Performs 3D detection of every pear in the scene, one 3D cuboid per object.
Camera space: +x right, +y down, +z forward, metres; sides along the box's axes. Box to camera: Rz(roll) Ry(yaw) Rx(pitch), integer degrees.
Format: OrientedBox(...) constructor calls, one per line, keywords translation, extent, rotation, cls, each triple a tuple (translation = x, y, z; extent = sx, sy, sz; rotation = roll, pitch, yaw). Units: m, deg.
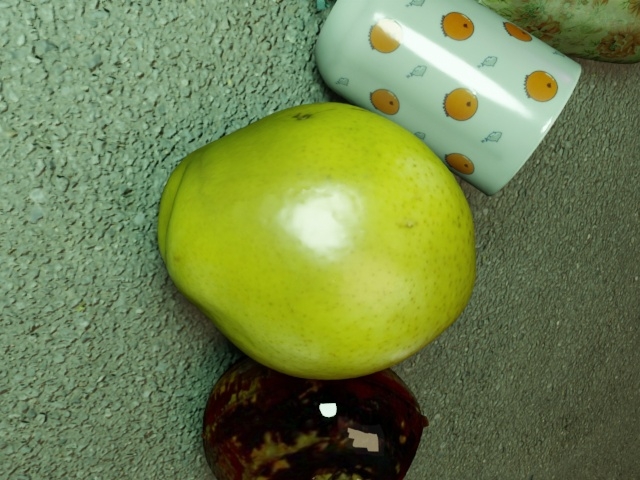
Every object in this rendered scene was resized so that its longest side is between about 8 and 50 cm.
OrientedBox(translation=(0.000, 0.000, 0.961), extent=(0.418, 0.362, 0.362), rotation=(12, 104, -15), cls="pear")

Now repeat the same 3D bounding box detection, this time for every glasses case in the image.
OrientedBox(translation=(0.438, -0.385, 1.239), extent=(0.425, 0.098, 0.156), rotation=(3, 152, -24), cls="glasses case")

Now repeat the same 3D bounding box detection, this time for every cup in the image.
OrientedBox(translation=(0.161, -0.235, 1.008), extent=(0.317, 0.212, 0.212), rotation=(33, 87, 0), cls="cup")

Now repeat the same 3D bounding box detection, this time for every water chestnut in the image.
OrientedBox(translation=(-0.008, 0.279, 1.165), extent=(0.350, 0.302, 0.350), rotation=(-3, 134, -3), cls="water chestnut")

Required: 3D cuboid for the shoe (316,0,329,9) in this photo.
OrientedBox(translation=(0.037, -0.420, 0.995), extent=(0.207, 0.091, 0.106), rotation=(-58, 156, -7), cls="shoe")
